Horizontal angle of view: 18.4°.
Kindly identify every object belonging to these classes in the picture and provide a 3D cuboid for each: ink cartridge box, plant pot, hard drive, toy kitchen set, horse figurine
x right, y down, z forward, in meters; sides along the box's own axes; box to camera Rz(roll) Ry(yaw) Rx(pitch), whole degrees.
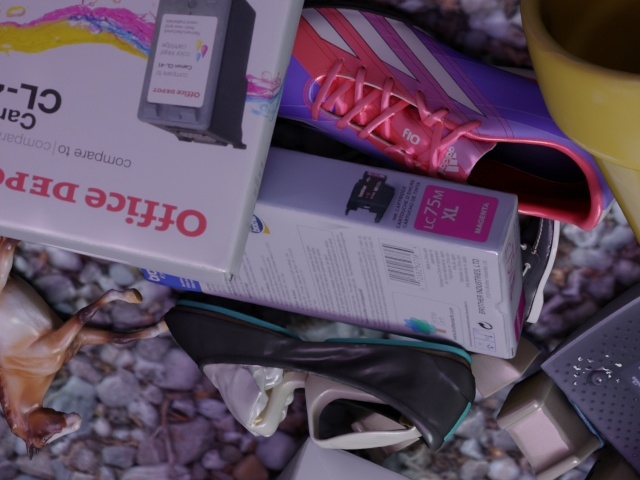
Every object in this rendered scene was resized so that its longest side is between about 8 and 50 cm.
[{"bbox_3d":[0.000,0.000,1.525,0.311,0.065,0.186,10,154,13],"label":"ink cartridge box"},{"bbox_3d":[0.286,-0.096,1.371,0.254,0.254,0.239,-9,131,15],"label":"plant pot"},{"bbox_3d":[0.324,0.081,1.588,0.255,0.054,0.172,-33,112,27],"label":"hard drive"},{"bbox_3d":[0.158,0.184,1.671,0.166,0.122,0.207,-34,92,27],"label":"toy kitchen set"},{"bbox_3d":[-0.248,0.045,1.662,0.174,0.066,0.263,-28,117,18],"label":"horse figurine"},{"bbox_3d":[-0.133,-0.141,1.388,0.226,0.131,0.306,12,85,0],"label":"ink cartridge box"}]

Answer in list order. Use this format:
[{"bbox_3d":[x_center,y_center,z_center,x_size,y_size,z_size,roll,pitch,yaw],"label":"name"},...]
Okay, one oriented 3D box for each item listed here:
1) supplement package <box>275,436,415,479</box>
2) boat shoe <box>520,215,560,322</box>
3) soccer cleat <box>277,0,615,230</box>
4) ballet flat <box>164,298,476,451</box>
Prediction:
[{"bbox_3d":[-0.004,0.291,1.687,0.134,0.139,0.244,24,149,-5],"label":"supplement package"},{"bbox_3d":[0.165,0.013,1.579,0.038,0.046,0.125,8,132,-1],"label":"boat shoe"},{"bbox_3d":[0.076,-0.092,1.480,0.318,0.116,0.108,17,124,-2],"label":"soccer cleat"},{"bbox_3d":[-0.014,0.113,1.597,0.280,0.096,0.095,8,161,26],"label":"ballet flat"}]
